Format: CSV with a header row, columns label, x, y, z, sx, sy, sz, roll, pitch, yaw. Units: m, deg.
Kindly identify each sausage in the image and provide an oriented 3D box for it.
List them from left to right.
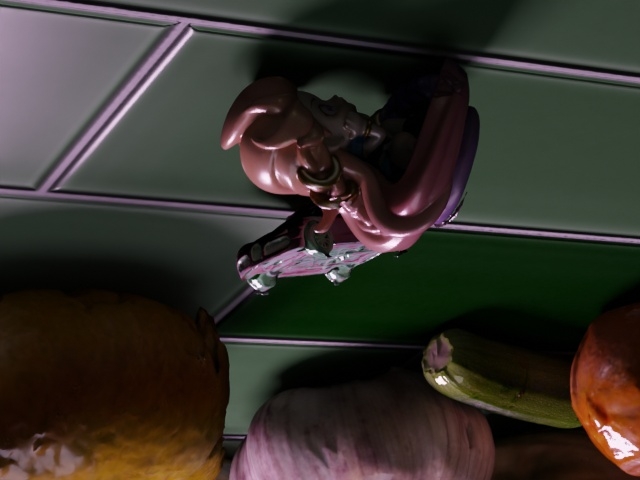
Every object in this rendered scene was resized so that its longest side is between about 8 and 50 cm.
label,x,y,z,sx,sy,sz,roll,pitch,yaw
sausage,0.326,0.125,1.684,0.268,0.141,0.153,4,153,-35

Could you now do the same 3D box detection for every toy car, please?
label,x,y,z,sx,sy,sz,roll,pitch,yaw
toy car,0.000,0.000,1.372,0.069,0.055,0.142,-29,165,37

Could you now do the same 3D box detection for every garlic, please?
label,x,y,z,sx,sy,sz,roll,pitch,yaw
garlic,0.049,0.249,1.728,0.245,0.253,0.245,-16,163,-5

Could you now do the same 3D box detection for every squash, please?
label,x,y,z,sx,sy,sz,roll,pitch,yaw
squash,0.170,0.121,1.710,0.066,0.066,0.229,-28,150,34

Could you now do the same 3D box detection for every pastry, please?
label,x,y,z,sx,sy,sz,roll,pitch,yaw
pastry,-0.233,0.147,1.488,0.356,0.163,0.356,-13,161,-5

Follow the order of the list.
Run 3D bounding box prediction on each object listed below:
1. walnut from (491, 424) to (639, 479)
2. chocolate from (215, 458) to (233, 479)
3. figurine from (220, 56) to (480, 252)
label,x,y,z,sx,sy,sz,roll,pitch,yaw
walnut,0.210,0.308,1.886,0.277,0.282,0.253,-20,135,15
chocolate,-0.147,0.222,1.798,0.086,0.085,0.219,-28,147,34
figurine,0.020,-0.049,1.199,0.157,0.126,0.114,-7,114,-12
